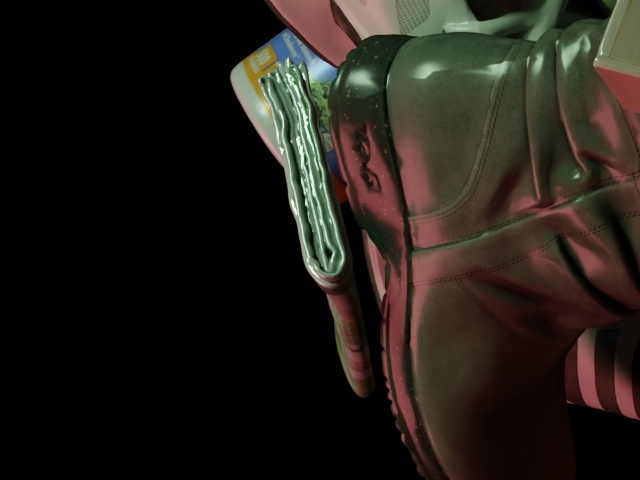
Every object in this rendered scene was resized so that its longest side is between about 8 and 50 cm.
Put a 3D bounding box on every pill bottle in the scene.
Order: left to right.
[{"bbox_3d":[0.072,-0.162,1.363,0.152,0.272,0.152,53,-171,-11],"label":"pill bottle"}]

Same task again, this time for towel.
[{"bbox_3d":[0.000,0.000,0.735,0.152,0.023,0.113,77,-179,-64],"label":"towel"}]

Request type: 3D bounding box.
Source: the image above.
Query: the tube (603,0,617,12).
[{"bbox_3d":[0.165,-0.125,0.936,0.240,0.062,0.070,-108,25,-51],"label":"tube"}]

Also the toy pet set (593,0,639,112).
[{"bbox_3d":[0.137,-0.054,0.422,0.114,0.065,0.122,20,174,26],"label":"toy pet set"}]

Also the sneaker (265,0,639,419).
[{"bbox_3d":[0.114,-0.102,0.732,0.257,0.169,0.447,16,136,48],"label":"sneaker"}]

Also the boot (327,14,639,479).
[{"bbox_3d":[0.104,0.023,0.642,0.083,0.161,0.246,-41,-58,-42],"label":"boot"}]
